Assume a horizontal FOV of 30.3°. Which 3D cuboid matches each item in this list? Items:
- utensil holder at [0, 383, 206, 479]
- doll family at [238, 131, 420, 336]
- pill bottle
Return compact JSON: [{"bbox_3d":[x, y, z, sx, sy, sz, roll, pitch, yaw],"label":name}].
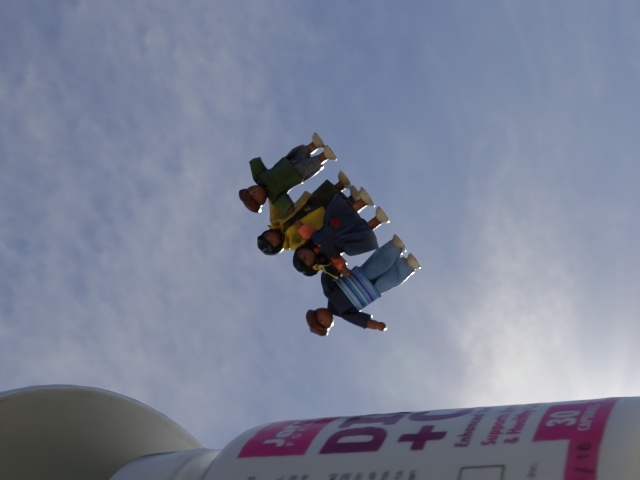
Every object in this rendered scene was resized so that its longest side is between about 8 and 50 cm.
[{"bbox_3d":[-0.260,0.275,0.759,0.327,0.385,0.328,18,-117,-40],"label":"utensil holder"},{"bbox_3d":[0.000,0.000,1.055,0.111,0.193,0.076,-36,-32,-6],"label":"doll family"},{"bbox_3d":[0.033,0.164,0.571,0.160,0.283,0.160,29,-123,-58],"label":"pill bottle"}]
